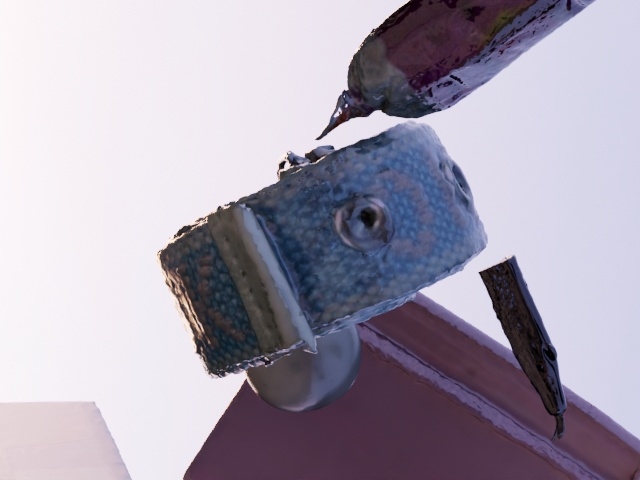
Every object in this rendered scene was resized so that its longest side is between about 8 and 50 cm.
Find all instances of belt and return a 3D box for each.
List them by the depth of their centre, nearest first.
[{"bbox_3d":[-0.001,0.000,0.698,0.082,0.148,0.163,63,-27,0],"label":"belt"}]

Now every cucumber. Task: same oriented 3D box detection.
[{"bbox_3d":[0.187,0.092,1.426,0.039,0.043,0.163,-26,-91,46],"label":"cucumber"}]

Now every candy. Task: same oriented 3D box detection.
[{"bbox_3d":[0.066,-0.089,0.614,0.175,0.045,0.043,-39,-112,20],"label":"candy"}]

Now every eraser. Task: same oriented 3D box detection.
[{"bbox_3d":[0.093,0.211,1.539,0.272,0.359,0.122,-56,175,-7],"label":"eraser"}]

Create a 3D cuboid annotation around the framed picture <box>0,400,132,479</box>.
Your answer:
[{"bbox_3d":[-0.202,0.119,0.727,0.324,0.244,0.013,-149,-120,-72],"label":"framed picture"}]

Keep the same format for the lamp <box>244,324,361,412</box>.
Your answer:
[{"bbox_3d":[-0.016,0.094,1.375,0.105,0.105,0.105,179,-90,-65],"label":"lamp"}]
